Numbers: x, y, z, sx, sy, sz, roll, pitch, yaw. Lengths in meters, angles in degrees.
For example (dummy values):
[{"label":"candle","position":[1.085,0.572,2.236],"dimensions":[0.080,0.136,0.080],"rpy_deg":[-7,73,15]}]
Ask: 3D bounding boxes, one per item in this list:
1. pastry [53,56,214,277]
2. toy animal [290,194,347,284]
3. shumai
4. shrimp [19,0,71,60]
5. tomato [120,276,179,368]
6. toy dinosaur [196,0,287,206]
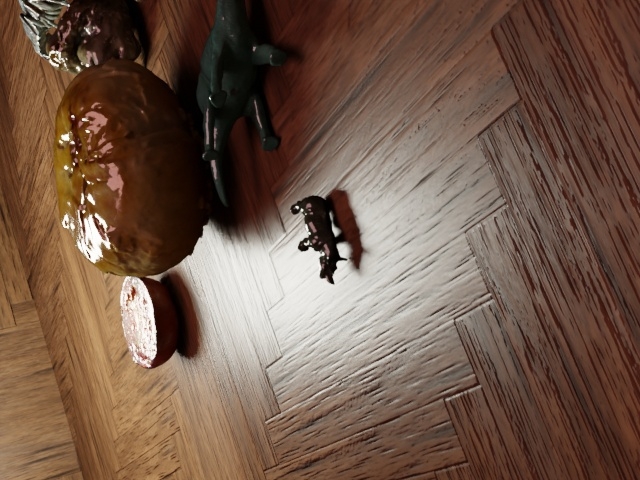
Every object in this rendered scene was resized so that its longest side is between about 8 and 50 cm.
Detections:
[{"label":"pastry","position":[-0.344,-0.130,1.605],"dimensions":[0.409,0.245,0.409],"rpy_deg":[23,118,52]},{"label":"toy animal","position":[0.000,0.000,1.262],"dimensions":[0.065,0.047,0.135],"rpy_deg":[-28,71,51]},{"label":"shumai","position":[-0.437,-0.418,1.799],"dimensions":[0.185,0.218,0.184],"rpy_deg":[38,153,-8]},{"label":"shrimp","position":[-0.634,-0.553,2.021],"dimensions":[0.410,0.166,0.221],"rpy_deg":[139,145,-57]},{"label":"tomato","position":[-0.376,0.174,1.943],"dimensions":[0.225,0.085,0.225],"rpy_deg":[24,118,57]},{"label":"toy dinosaur","position":[-0.159,-0.301,1.397],"dimensions":[0.383,0.129,0.331],"rpy_deg":[112,147,-47]}]
